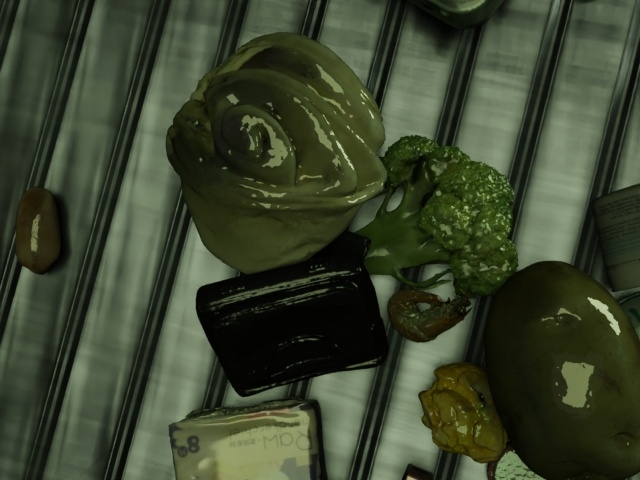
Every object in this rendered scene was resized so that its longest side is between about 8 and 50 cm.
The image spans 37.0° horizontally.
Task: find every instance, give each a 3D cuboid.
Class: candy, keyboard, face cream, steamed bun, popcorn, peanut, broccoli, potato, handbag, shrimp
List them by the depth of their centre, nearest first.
[{"bbox_3d":[0.354,0.188,1.384,0.221,0.243,0.326,-8,82,1],"label":"potato"},{"bbox_3d":[0.519,-0.011,1.472,0.177,0.177,0.152,-11,83,5],"label":"face cream"},{"bbox_3d":[-0.089,-0.151,1.476,0.352,0.247,0.339,-41,62,15],"label":"steamed bun"},{"bbox_3d":[0.230,0.267,1.502,0.149,0.152,0.167,6,58,-26],"label":"popcorn"},{"bbox_3d":[-0.039,0.141,1.502,0.275,0.244,0.088,-15,43,2],"label":"handbag"},{"bbox_3d":[0.163,-0.039,1.504,0.302,0.186,0.253,4,94,0],"label":"broccoli"},{"bbox_3d":[0.173,0.109,1.515,0.099,0.180,0.041,54,50,-6],"label":"shrimp"},{"bbox_3d":[0.318,0.373,1.529,0.103,0.043,0.103,0,88,6],"label":"candy"},{"bbox_3d":[0.000,0.000,1.550,0.196,0.018,0.060,20,97,40],"label":"keyboard"},{"bbox_3d":[-0.479,-0.017,1.622,0.076,0.076,0.152,-3,88,5],"label":"peanut"}]

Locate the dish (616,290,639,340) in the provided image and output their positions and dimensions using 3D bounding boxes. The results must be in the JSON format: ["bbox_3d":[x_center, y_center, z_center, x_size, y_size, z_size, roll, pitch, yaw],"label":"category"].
[{"bbox_3d":[0.516,0.190,1.506,0.224,0.078,0.246,25,88,7],"label":"dish"}]

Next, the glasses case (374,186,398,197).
[{"bbox_3d":[0.095,-0.091,1.596,0.083,0.021,0.032,-23,86,3],"label":"glasses case"}]

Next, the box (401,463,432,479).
[{"bbox_3d":[0.141,0.407,1.502,0.043,0.125,0.089,23,87,7],"label":"box"}]

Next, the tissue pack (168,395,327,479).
[{"bbox_3d":[-0.098,0.432,1.522,0.243,0.125,0.343,-9,85,5],"label":"tissue pack"}]

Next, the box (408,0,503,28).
[{"bbox_3d":[0.198,-0.585,1.551,0.396,0.111,0.396,35,88,19],"label":"box"}]
